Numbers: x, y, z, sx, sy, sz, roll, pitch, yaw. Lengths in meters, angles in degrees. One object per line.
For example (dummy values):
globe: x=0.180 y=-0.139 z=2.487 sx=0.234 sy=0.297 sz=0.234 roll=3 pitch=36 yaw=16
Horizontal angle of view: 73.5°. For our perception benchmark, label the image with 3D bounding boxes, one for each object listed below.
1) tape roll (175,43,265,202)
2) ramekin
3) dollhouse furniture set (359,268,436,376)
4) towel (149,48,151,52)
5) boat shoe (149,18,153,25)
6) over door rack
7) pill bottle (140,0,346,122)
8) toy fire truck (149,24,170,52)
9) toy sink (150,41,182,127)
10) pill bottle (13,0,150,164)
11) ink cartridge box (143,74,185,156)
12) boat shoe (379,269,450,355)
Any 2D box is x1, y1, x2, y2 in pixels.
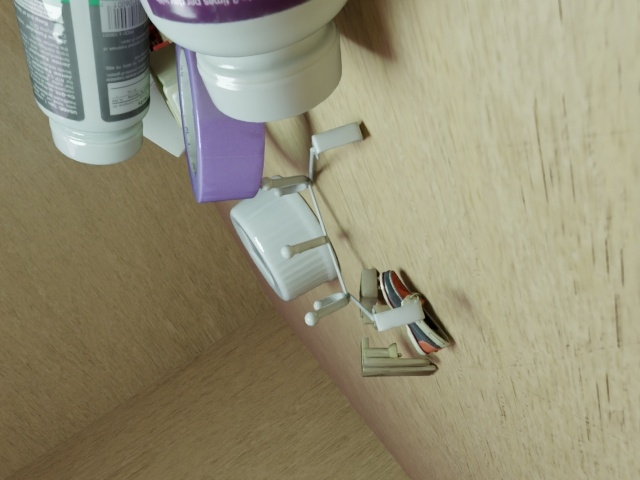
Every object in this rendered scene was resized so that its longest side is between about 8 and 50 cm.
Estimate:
tape roll: x=-0.162 y=-0.198 z=0.666 sx=0.275 sy=0.090 sz=0.274 roll=173 pitch=90 yaw=-70
ramekin: x=-0.089 y=0.005 z=0.981 sx=0.277 sy=0.135 sz=0.277 roll=52 pitch=166 yaw=19
dollhouse furniture set: x=0.133 y=0.146 z=0.745 sx=0.144 sy=0.123 sz=0.151 roll=85 pitch=-175 yaw=-62
towel: x=-0.548 y=-0.575 z=1.315 sx=0.209 sy=0.034 sz=0.285 roll=50 pitch=168 yaw=18
boat shoe: x=-0.485 y=-0.577 z=1.033 sx=0.122 sy=0.120 sz=0.324 roll=67 pitch=176 yaw=-38
over door rack: x=0.000 y=0.000 z=0.621 sx=0.324 sy=0.108 sz=0.239 roll=162 pitch=89 yaw=-76
pill bottle: x=-0.063 y=-0.236 z=0.279 sx=0.169 sy=0.169 sz=0.301 roll=48 pitch=163 yaw=34
toy fire truck: x=-0.485 y=-0.570 z=1.275 sx=0.135 sy=0.047 sz=0.192 roll=57 pitch=167 yaw=-5
toy sink: x=-0.248 y=-0.293 z=0.883 sx=0.234 sy=0.131 sz=0.152 roll=48 pitch=163 yaw=36
pill bottle: x=-0.422 y=-0.332 z=0.787 sx=0.204 sy=0.204 sz=0.361 roll=51 pitch=141 yaw=26
ink cartridge box: x=-0.448 y=-0.375 z=1.207 sx=0.171 sy=0.168 sz=0.233 roll=33 pitch=-174 yaw=-41
boat shoe: x=0.133 y=0.099 z=0.612 sx=0.043 sy=0.049 sz=0.137 roll=-32 pitch=87 yaw=34
